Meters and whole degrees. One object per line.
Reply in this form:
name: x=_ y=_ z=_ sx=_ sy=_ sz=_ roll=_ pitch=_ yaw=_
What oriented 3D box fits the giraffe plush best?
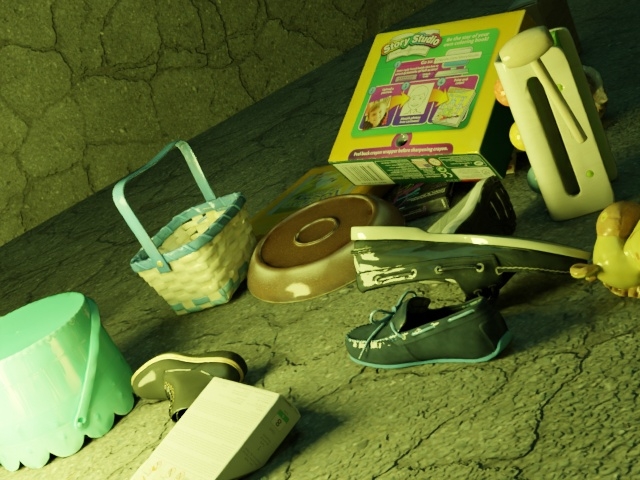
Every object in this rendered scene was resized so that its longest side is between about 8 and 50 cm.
giraffe plush: x=0.414 y=0.003 z=1.370 sx=0.170 sy=0.181 sz=0.210 roll=-15 pitch=51 yaw=58

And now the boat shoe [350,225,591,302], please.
boat shoe: x=0.203 y=0.044 z=1.540 sx=0.340 sy=0.113 sz=0.127 roll=5 pitch=-1 yaw=15

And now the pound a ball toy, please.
pound a ball toy: x=0.343 y=-0.183 z=1.683 sx=0.136 sy=0.319 sz=0.208 roll=-17 pitch=19 yaw=24

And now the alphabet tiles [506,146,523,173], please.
alphabet tiles: x=0.328 y=-0.231 z=2.096 sx=0.198 sy=0.009 sz=0.237 roll=-8 pitch=67 yaw=40

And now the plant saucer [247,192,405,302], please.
plant saucer: x=0.000 y=0.000 z=1.981 sx=0.311 sy=0.050 sz=0.310 roll=-21 pitch=25 yaw=10

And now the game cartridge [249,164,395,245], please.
game cartridge: x=0.001 y=-0.081 z=2.288 sx=0.285 sy=0.052 sz=0.324 roll=-9 pitch=22 yaw=41

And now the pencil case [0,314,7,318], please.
pencil case: x=-0.627 y=0.202 z=2.162 sx=0.306 sy=0.119 sz=0.133 roll=-11 pitch=-7 yaw=38

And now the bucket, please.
bucket: x=-0.447 y=0.219 z=1.772 sx=0.281 sy=0.183 sz=0.281 roll=-21 pitch=19 yaw=7

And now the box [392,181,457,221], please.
box: x=0.197 y=-0.085 z=2.076 sx=0.116 sy=0.029 sz=0.162 roll=-18 pitch=20 yaw=20

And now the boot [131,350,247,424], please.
boot: x=-0.221 y=0.230 z=1.636 sx=0.198 sy=0.077 sz=0.137 roll=-16 pitch=24 yaw=28

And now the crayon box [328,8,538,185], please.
crayon box: x=0.223 y=-0.267 z=2.106 sx=0.363 sy=0.106 sz=0.313 roll=1 pitch=61 yaw=43

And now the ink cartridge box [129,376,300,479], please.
ink cartridge box: x=-0.150 y=0.287 z=1.440 sx=0.224 sy=0.056 sz=0.181 roll=-53 pitch=28 yaw=-21

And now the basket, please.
basket: x=-0.254 y=-0.022 z=2.048 sx=0.201 sy=0.289 sz=0.255 roll=-14 pitch=19 yaw=31

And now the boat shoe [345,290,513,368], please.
boat shoe: x=0.138 y=0.110 z=1.477 sx=0.258 sy=0.089 sz=0.109 roll=-11 pitch=21 yaw=36

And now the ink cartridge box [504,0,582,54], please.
ink cartridge box: x=0.521 y=-0.485 z=2.551 sx=0.088 sy=0.193 sz=0.234 roll=-13 pitch=20 yaw=31

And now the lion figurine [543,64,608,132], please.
lion figurine: x=0.370 y=-0.250 z=2.170 sx=0.392 sy=0.142 sz=0.240 roll=-32 pitch=50 yaw=26

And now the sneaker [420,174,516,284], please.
sneaker: x=0.225 y=-0.019 z=1.735 sx=0.108 sy=0.100 sz=0.271 roll=-16 pitch=19 yaw=41
